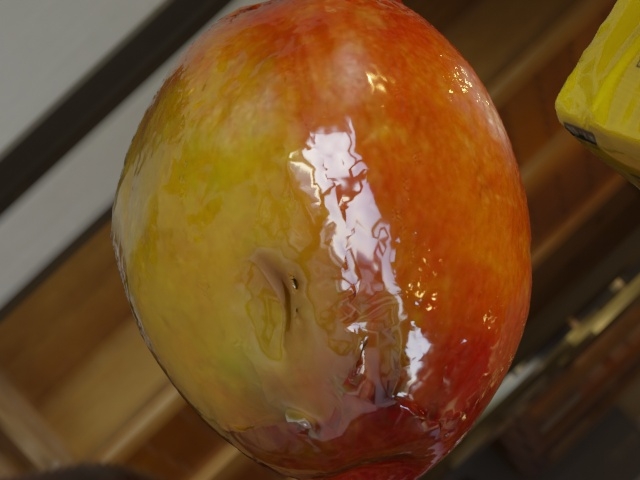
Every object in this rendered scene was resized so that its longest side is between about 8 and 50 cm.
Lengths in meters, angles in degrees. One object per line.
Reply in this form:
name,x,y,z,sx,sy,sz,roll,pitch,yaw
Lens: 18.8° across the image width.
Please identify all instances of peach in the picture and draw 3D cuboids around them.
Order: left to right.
peach,0.002,0.000,1.379,0.290,0.372,0.372,8,11,-20

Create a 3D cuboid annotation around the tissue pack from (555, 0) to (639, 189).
tissue pack,0.460,-0.100,1.883,0.293,0.228,0.382,33,-2,-28
